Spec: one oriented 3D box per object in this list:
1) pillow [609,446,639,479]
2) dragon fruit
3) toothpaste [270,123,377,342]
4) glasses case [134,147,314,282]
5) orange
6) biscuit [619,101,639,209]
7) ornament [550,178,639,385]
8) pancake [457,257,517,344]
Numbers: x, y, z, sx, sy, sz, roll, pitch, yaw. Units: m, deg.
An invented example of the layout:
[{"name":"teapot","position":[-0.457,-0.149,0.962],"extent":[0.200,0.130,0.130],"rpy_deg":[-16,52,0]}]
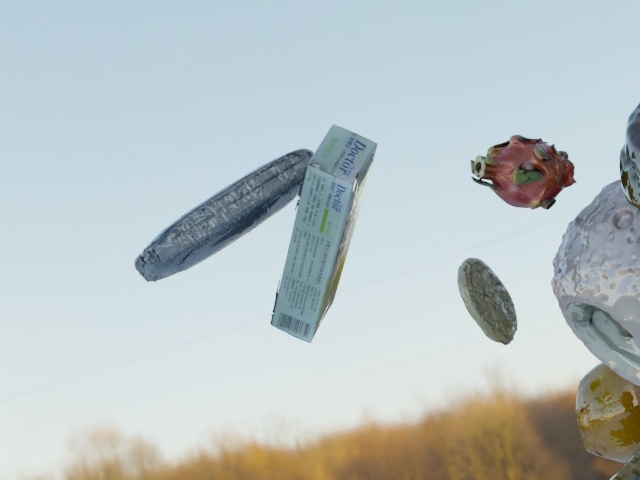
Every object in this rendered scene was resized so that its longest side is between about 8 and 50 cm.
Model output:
[{"name":"pillow","position":[0.506,0.339,1.858],"extent":[0.310,0.312,0.119],"rpy_deg":[-49,13,-1]},{"name":"dragon fruit","position":[0.224,-0.075,1.635],"extent":[0.116,0.086,0.081],"rpy_deg":[-3,-48,-34]},{"name":"toothpaste","position":[0.000,0.000,1.859],"extent":[0.067,0.081,0.336],"rpy_deg":[24,-39,7]},{"name":"glasses case","position":[-0.117,-0.033,1.894],"extent":[0.282,0.067,0.109],"rpy_deg":[-32,-6,-23]},{"name":"orange","position":[0.430,0.246,2.102],"extent":[0.134,0.155,0.154],"rpy_deg":[-27,-12,9]},{"name":"biscuit","position":[0.444,-0.084,1.383],"extent":[0.332,0.103,0.332],"rpy_deg":[-4,24,2]},{"name":"ornament","position":[0.399,0.041,1.653],"extent":[0.225,0.259,0.259],"rpy_deg":[-46,-3,-16]},{"name":"pancake","position":[0.242,0.085,2.125],"extent":[0.022,0.139,0.139],"rpy_deg":[-31,-17,28]}]
